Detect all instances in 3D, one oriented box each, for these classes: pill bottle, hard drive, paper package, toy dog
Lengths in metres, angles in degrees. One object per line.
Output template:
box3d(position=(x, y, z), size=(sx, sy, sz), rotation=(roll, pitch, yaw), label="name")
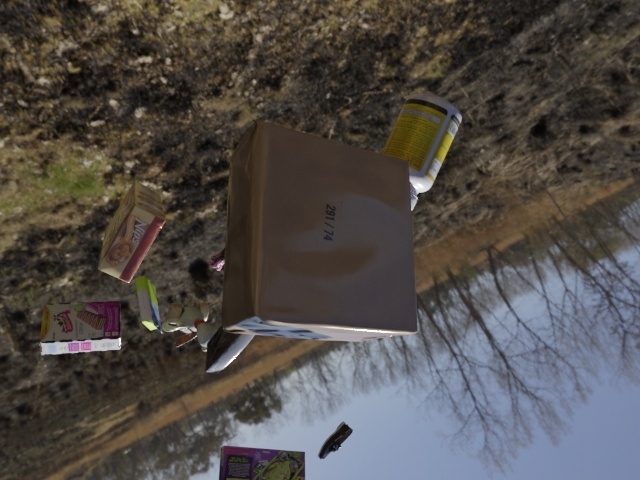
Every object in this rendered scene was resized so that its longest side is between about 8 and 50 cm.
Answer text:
box3d(position=(0.291, -0.272, 1.592), size=(0.334, 0.187, 0.188), rotation=(-65, 170, -1), label="pill bottle")
box3d(position=(-0.280, 0.305, 1.664), size=(0.255, 0.054, 0.172), rotation=(-48, -157, 12), label="hard drive")
box3d(position=(0.000, 0.000, 0.878), size=(0.309, 0.325, 0.168), rotation=(9, 161, -26), label="paper package")
box3d(position=(-0.504, 0.361, 2.005), size=(0.220, 0.161, 0.334), rotation=(8, -168, -11), label="toy dog")

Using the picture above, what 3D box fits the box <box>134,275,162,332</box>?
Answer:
box3d(position=(-0.579, 0.221, 1.717), size=(0.042, 0.178, 0.109), rotation=(-14, 157, -7), label="box")

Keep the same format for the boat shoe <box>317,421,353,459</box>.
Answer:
box3d(position=(0.039, 0.527, 1.328), size=(0.125, 0.038, 0.046), rotation=(-33, 144, -46), label="boat shoe")

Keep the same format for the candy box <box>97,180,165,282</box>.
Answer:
box3d(position=(-0.501, -0.035, 1.352), size=(0.183, 0.087, 0.316), rotation=(-59, -155, 5), label="candy box")

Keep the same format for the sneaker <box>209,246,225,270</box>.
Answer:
box3d(position=(-0.416, 0.072, 2.080), size=(0.057, 0.047, 0.119), rotation=(20, 119, -28), label="sneaker")

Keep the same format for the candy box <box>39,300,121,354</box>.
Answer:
box3d(position=(-0.776, 0.281, 1.659), size=(0.233, 0.159, 0.071), rotation=(-1, 133, -23), label="candy box")

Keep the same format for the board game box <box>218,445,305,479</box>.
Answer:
box3d(position=(-0.220, 0.914, 1.961), size=(0.346, 0.208, 0.056), rotation=(15, 146, -23), label="board game box")
